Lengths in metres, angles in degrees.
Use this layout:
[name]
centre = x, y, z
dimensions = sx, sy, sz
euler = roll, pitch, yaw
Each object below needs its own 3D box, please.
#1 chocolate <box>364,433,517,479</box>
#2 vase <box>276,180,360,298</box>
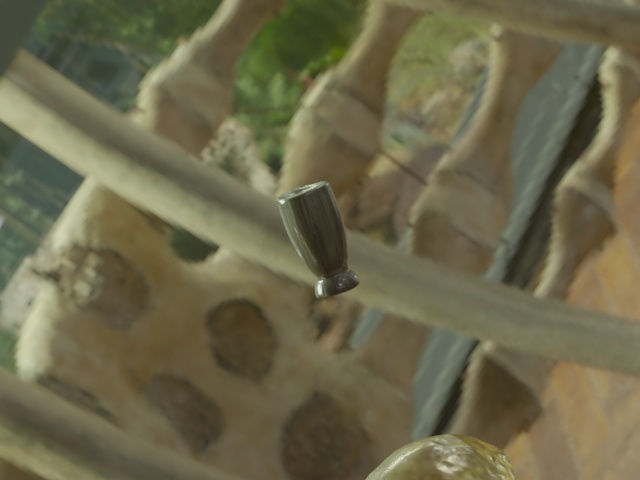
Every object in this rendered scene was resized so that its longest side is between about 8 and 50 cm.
[chocolate]
centre = 0.029, 0.260, 1.041
dimensions = 0.309, 0.134, 0.134
euler = -51, 14, -20
[vase]
centre = 0.000, 0.000, 1.473
dimensions = 0.053, 0.101, 0.053
euler = -19, 9, 3
